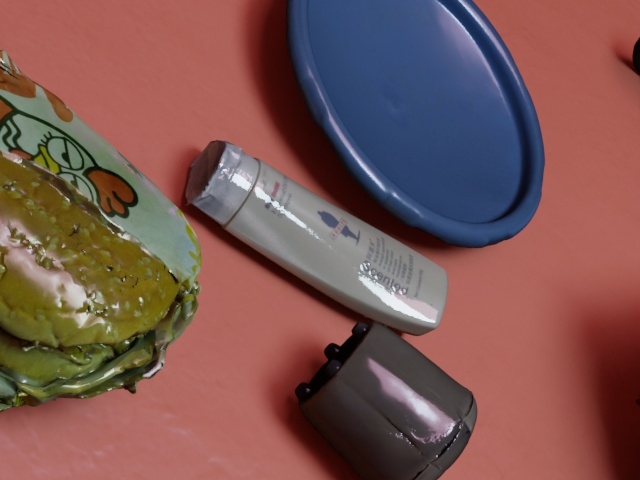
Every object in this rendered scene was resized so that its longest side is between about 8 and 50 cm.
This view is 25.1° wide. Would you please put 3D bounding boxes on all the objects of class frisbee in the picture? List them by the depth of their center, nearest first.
[{"bbox_3d":[0.074,-0.119,1.188,0.289,0.049,0.290,25,49,-33],"label":"frisbee"}]

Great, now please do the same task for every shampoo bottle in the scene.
[{"bbox_3d":[0.000,0.000,1.046,0.212,0.049,0.072,31,51,-23],"label":"shampoo bottle"}]

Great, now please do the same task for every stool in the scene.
[{"bbox_3d":[0.045,0.114,0.983,0.110,0.096,0.096,42,44,-6],"label":"stool"}]

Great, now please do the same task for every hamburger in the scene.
[{"bbox_3d":[-0.176,0.009,0.824,0.214,0.125,0.235,39,30,-2],"label":"hamburger"}]

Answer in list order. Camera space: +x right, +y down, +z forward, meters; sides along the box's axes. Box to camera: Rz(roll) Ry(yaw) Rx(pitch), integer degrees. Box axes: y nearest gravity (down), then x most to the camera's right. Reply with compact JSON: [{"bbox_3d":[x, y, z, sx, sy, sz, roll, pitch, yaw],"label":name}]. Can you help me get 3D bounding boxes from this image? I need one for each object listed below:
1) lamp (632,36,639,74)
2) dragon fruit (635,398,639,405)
[{"bbox_3d":[0.367,-0.049,1.361,0.130,0.108,0.371,27,49,-28],"label":"lamp"},{"bbox_3d":[0.416,0.197,1.133,0.386,0.249,0.371,34,18,4],"label":"dragon fruit"}]
